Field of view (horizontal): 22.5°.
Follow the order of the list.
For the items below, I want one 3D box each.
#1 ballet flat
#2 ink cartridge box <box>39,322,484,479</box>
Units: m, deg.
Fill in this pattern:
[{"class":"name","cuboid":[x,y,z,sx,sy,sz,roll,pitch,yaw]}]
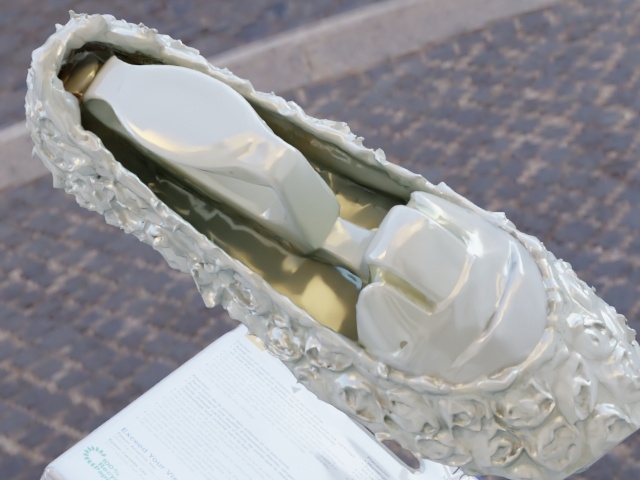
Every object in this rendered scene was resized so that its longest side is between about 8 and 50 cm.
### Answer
[{"class":"ballet flat","cuboid":[0.000,0.000,0.886,0.409,0.147,0.147,30,53,10]},{"class":"ink cartridge box","cuboid":[-0.019,0.234,1.320,0.324,0.071,0.330,41,36,10]}]
